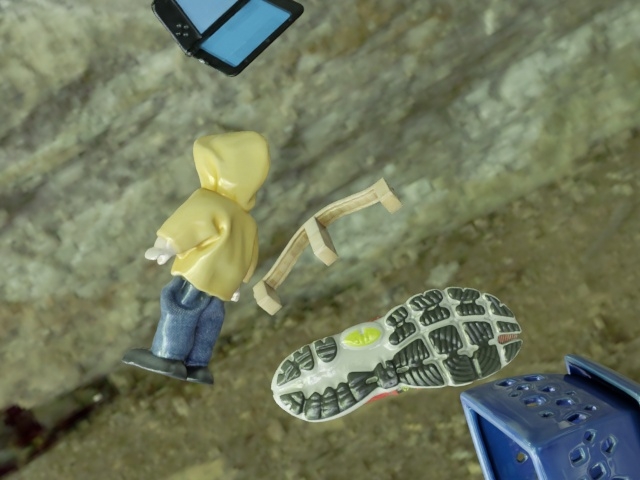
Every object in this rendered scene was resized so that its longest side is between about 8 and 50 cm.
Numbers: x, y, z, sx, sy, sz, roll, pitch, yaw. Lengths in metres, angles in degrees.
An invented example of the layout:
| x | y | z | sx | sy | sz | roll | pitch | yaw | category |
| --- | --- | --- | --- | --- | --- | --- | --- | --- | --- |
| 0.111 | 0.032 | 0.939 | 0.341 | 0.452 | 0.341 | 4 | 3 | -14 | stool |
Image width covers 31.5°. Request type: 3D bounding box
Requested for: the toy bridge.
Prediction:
| x | y | z | sx | sy | sz | roll | pitch | yaw | category |
| --- | --- | --- | --- | --- | --- | --- | --- | --- | --- |
| 0.000 | 0.000 | 1.178 | 0.188 | 0.026 | 0.063 | -40 | 34 | 13 | toy bridge |

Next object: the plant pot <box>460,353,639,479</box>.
| x | y | z | sx | sy | sz | roll | pitch | yaw | category |
| --- | --- | --- | --- | --- | --- | --- | --- | --- | --- |
| 0.358 | 0.302 | 1.574 | 0.212 | 0.236 | 0.236 | -23 | 16 | -14 | plant pot |

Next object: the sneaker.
| x | y | z | sx | sy | sz | roll | pitch | yaw | category |
| --- | --- | --- | --- | --- | --- | --- | --- | --- | --- |
| 0.080 | 0.123 | 1.248 | 0.279 | 0.107 | 0.118 | -13 | -7 | -4 | sneaker |

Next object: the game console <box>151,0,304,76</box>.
| x | y | z | sx | sy | sz | roll | pitch | yaw | category |
| --- | --- | --- | --- | --- | --- | --- | --- | --- | --- |
| -0.100 | -0.252 | 1.222 | 0.122 | 0.107 | 0.071 | -46 | 25 | -20 | game console |

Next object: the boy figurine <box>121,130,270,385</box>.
| x | y | z | sx | sy | sz | roll | pitch | yaw | category |
| --- | --- | --- | --- | --- | --- | --- | --- | --- | --- |
| -0.130 | 0.011 | 1.238 | 0.092 | 0.285 | 0.177 | 12 | -5 | 29 | boy figurine |
